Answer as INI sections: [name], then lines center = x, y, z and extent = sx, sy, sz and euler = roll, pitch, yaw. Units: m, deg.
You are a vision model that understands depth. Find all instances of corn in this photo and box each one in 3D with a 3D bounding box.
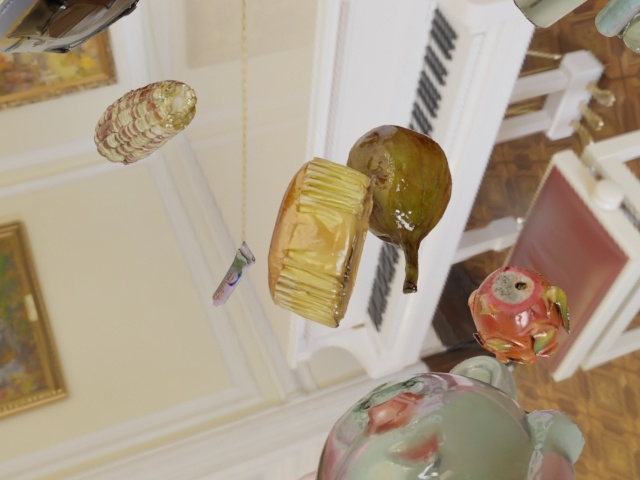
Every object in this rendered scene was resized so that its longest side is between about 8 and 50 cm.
[corn]
center = -0.204, -0.136, 0.923
extent = 0.237, 0.079, 0.080
euler = -3, 102, 61

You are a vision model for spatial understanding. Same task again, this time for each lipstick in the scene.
[lipstick]
center = 0.488, -0.381, 1.244
extent = 0.158, 0.048, 0.048
euler = 121, 131, -67

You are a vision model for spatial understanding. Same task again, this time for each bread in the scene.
[bread]
center = 0.000, 0.000, 0.960
extent = 0.132, 0.114, 0.191
euler = 48, -120, -79

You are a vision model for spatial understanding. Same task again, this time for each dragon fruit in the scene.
[dragon fruit]
center = 0.438, 0.170, 1.761
extent = 0.227, 0.224, 0.224
euler = 55, 180, -43

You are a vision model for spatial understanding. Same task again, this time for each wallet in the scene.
[wallet]
center = -0.344, -0.289, 1.017
extent = 0.069, 0.170, 0.231
euler = 60, -155, 4

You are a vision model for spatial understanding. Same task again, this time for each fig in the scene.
[fig]
center = 0.113, -0.046, 1.324
extent = 0.191, 0.190, 0.290
euler = 120, 169, -66

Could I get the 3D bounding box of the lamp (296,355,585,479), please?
[lamp]
center = 0.127, 0.243, 0.643
extent = 0.247, 0.247, 0.301
euler = 57, 172, -32

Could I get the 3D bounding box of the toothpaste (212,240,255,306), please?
[toothpaste]
center = -0.160, 0.069, 1.444
extent = 0.045, 0.028, 0.170
euler = 60, 136, 25

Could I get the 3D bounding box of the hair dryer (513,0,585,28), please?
[hair dryer]
center = 0.372, -0.574, 1.409
extent = 0.362, 0.128, 0.203
euler = 49, 133, -11

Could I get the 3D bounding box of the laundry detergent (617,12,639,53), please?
[laundry detergent]
center = 0.605, -0.345, 1.390
extent = 0.225, 0.070, 0.099
euler = 27, 169, 18

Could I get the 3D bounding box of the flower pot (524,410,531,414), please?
[flower pot]
center = 0.447, 0.526, 1.854
extent = 0.235, 0.235, 0.148
euler = -123, 35, -44
